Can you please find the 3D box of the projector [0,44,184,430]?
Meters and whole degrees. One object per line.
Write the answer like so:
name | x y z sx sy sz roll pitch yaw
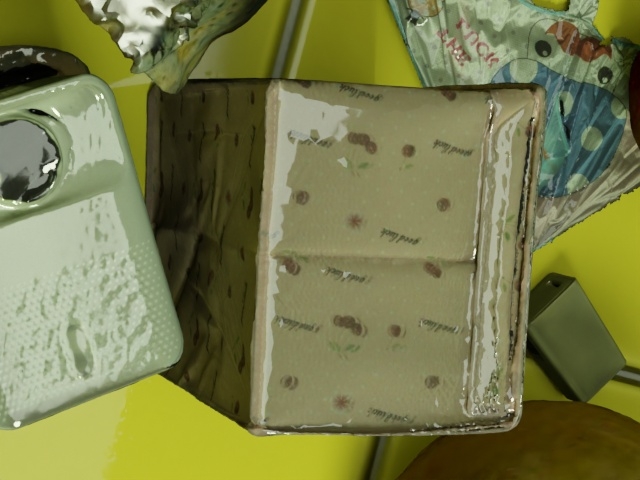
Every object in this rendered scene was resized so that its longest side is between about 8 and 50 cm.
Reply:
projector | -0.207 -0.010 1.106 0.163 0.177 0.242 -18 100 -21

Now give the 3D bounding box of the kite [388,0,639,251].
kite | 0.203 -0.143 1.346 0.406 0.014 0.368 19 86 -21

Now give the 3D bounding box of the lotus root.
lotus root | -0.124 -0.240 1.059 0.149 0.260 0.267 -40 107 7

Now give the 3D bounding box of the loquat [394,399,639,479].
loquat | 0.172 0.254 1.221 0.276 0.284 0.276 -4 101 -24

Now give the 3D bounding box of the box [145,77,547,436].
box | 0.000 0.000 1.127 0.190 0.297 0.225 2 94 -19

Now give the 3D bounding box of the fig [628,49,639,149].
fig | 0.334 -0.099 1.325 0.175 0.207 0.175 -5 75 18

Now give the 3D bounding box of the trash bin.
trash bin | 0.204 0.081 1.347 0.061 0.043 0.092 -43 109 -14
